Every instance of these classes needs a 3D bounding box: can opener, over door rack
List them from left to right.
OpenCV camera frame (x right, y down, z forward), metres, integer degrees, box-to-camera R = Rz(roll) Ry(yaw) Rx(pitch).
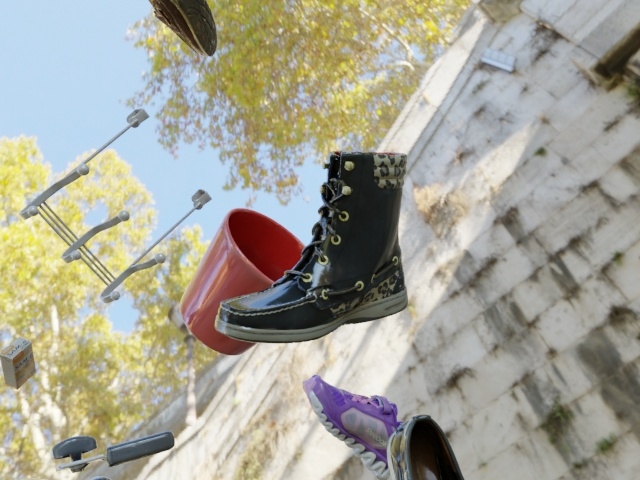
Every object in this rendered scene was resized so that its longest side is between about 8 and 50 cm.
[{"bbox_3d":[-0.508,0.504,1.577,0.283,0.095,0.076,-10,-18,-24],"label":"can opener"},{"bbox_3d":[-0.367,-0.075,1.229,0.108,0.324,0.240,-1,-48,46],"label":"over door rack"}]

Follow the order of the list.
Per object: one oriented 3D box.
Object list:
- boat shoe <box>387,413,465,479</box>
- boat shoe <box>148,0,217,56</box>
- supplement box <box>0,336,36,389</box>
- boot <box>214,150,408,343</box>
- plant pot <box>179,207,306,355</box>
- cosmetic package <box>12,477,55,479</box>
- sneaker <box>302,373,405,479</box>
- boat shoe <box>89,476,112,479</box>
[{"bbox_3d":[0.135,0.313,0.716,0.084,0.233,0.079,-2,-34,-21],"label":"boat shoe"},{"bbox_3d":[-0.204,-0.333,0.910,0.060,0.064,0.178,1,-27,22],"label":"boat shoe"},{"bbox_3d":[-0.666,0.271,1.411,0.036,0.062,0.099,18,-54,12],"label":"supplement box"},{"bbox_3d":[0.000,0.000,0.644,0.236,0.085,0.179,-8,-74,-39],"label":"boot"},{"bbox_3d":[-0.167,0.104,1.419,0.275,0.275,0.243,30,-67,-28],"label":"plant pot"},{"bbox_3d":[-0.443,0.463,1.017,0.296,0.129,0.153,-9,-10,32],"label":"cosmetic package"},{"bbox_3d":[0.068,0.286,1.047,0.104,0.095,0.236,-41,-66,4],"label":"sneaker"},{"bbox_3d":[-0.481,0.713,1.549,0.121,0.335,0.119,5,-47,-47],"label":"boat shoe"}]
